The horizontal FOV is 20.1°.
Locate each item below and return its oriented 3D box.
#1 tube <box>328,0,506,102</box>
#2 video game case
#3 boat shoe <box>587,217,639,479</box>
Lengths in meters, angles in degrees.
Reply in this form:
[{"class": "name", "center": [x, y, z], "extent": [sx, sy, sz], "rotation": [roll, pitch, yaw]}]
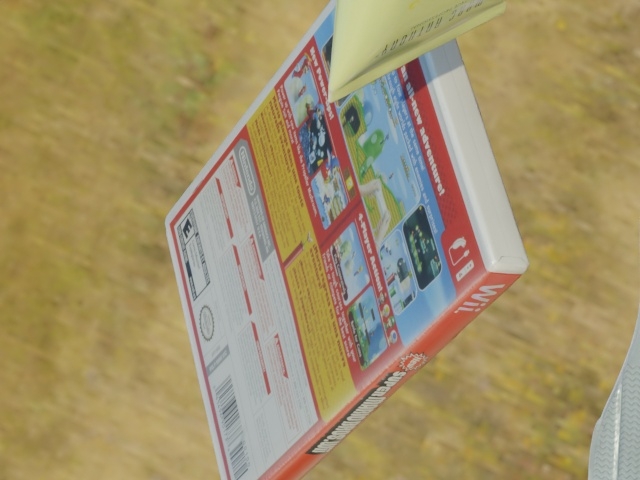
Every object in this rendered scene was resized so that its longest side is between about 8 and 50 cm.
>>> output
[{"class": "tube", "center": [0.043, -0.152, 0.652], "extent": [0.240, 0.070, 0.062], "rotation": [92, -176, -50]}, {"class": "video game case", "center": [0.000, 0.000, 0.978], "extent": [0.285, 0.025, 0.204], "rotation": [-48, 47, 46]}, {"class": "boat shoe", "center": [0.181, 0.056, 0.803], "extent": [0.083, 0.076, 0.226], "rotation": [19, 104, 46]}]
